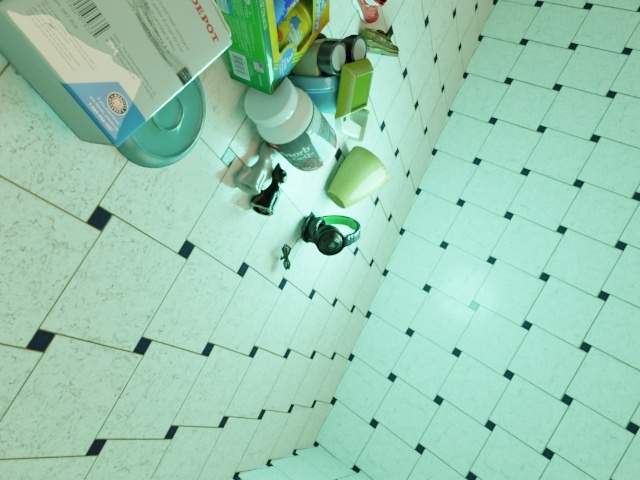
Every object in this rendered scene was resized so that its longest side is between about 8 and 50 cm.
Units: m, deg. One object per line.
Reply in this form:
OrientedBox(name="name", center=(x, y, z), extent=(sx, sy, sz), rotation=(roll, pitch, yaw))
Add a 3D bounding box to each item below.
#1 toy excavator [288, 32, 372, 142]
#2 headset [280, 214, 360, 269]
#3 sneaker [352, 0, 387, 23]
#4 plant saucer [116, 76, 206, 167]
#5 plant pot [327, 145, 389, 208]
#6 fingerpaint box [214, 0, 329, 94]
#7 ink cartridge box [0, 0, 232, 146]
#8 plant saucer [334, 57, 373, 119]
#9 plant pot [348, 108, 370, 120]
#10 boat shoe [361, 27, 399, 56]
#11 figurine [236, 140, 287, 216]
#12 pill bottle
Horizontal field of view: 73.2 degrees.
OrientedBox(name="toy excavator", center=(0.058, -0.549, 1.647), extent=(0.433, 0.223, 0.444), rotation=(-39, 138, -44))
OrientedBox(name="headset", center=(0.000, 0.000, 1.933), extent=(0.395, 0.243, 0.185), rotation=(-19, 123, -31))
OrientedBox(name="sneaker", center=(0.226, -0.967, 1.793), extent=(0.221, 0.128, 0.086), rotation=(-4, 111, -60))
OrientedBox(name="plant saucer", center=(-0.413, -0.342, 1.137), extent=(0.318, 0.044, 0.317), rotation=(-40, 140, -45))
OrientedBox(name="plant pot", center=(0.159, -0.278, 2.060), extent=(0.254, 0.237, 0.237), rotation=(-47, 148, -13))
OrientedBox(name="fingerpaint box", center=(-0.122, -0.698, 1.175), extent=(0.370, 0.163, 0.444), rotation=(-59, 167, -22))
OrientedBox(name="ink cartridge box", center=(-0.414, -0.433, 0.896), extent=(0.394, 0.166, 0.285), rotation=(-55, 139, -26))
OrientedBox(name="plant saucer", center=(0.128, -0.532, 1.525), extent=(0.188, 0.045, 0.188), rotation=(-39, 147, -46))
OrientedBox(name="plant pot", center=(0.188, -0.594, 2.027), extent=(0.083, 0.079, 0.083), rotation=(-42, 142, -44))
OrientedBox(name="boat shoe", center=(0.282, -0.900, 1.959), extent=(0.307, 0.111, 0.104), rotation=(-27, 132, -53))
OrientedBox(name="figurine", center=(-0.200, -0.232, 1.570), extent=(0.209, 0.093, 0.214), rotation=(-66, 153, -25))
OrientedBox(name="pill bottle", center=(-0.096, -0.400, 1.496), extent=(0.363, 0.210, 0.210), rotation=(34, 78, -62))
